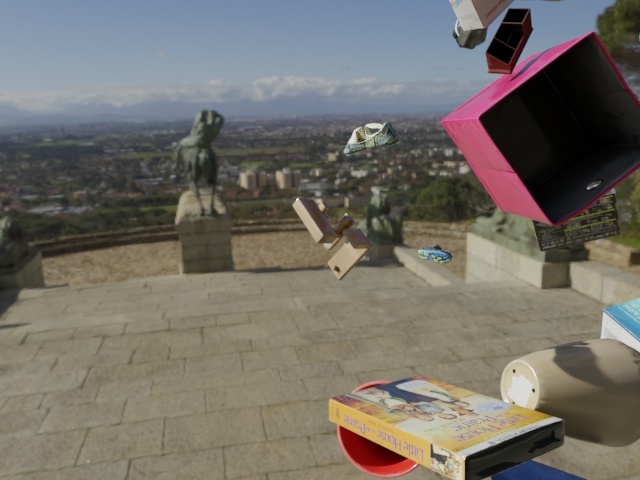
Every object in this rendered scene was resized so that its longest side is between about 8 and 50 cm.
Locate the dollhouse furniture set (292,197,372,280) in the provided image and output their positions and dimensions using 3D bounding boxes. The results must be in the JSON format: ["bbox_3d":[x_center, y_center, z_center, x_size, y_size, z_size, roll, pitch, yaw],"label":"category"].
[{"bbox_3d":[0.000,0.000,1.355,0.151,0.123,0.144,2,47,-49],"label":"dollhouse furniture set"}]

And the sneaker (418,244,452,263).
[{"bbox_3d":[0.491,0.050,2.509,0.078,0.067,0.188,-37,21,-18],"label":"sneaker"}]

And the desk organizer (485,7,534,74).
[{"bbox_3d":[0.360,-0.380,1.129,0.047,0.050,0.130,15,64,32],"label":"desk organizer"}]

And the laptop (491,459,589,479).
[{"bbox_3d":[0.616,0.589,1.304,0.382,0.236,0.408,21,-31,-9],"label":"laptop"}]

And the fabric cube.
[{"bbox_3d":[0.436,-0.209,1.164,0.254,0.259,0.258,-37,9,2],"label":"fabric cube"}]

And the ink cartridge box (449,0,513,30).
[{"bbox_3d":[0.353,-0.590,1.354,0.127,0.175,0.072,-46,30,-17],"label":"ink cartridge box"}]

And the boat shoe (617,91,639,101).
[{"bbox_3d":[0.924,-0.495,1.936,0.302,0.102,0.108,11,-8,-9],"label":"boat shoe"}]

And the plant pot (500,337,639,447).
[{"bbox_3d":[0.573,0.351,1.386,0.274,0.256,0.256,7,9,-22],"label":"plant pot"}]

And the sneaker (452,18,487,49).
[{"bbox_3d":[0.433,-0.629,1.691,0.098,0.135,0.276,16,40,3],"label":"sneaker"}]

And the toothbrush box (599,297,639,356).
[{"bbox_3d":[0.886,0.235,1.455,0.296,0.126,0.216,-14,31,-9],"label":"toothbrush box"}]

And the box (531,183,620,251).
[{"bbox_3d":[0.865,-0.077,2.022,0.270,0.216,0.060,-14,44,21],"label":"box"}]

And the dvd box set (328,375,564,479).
[{"bbox_3d":[0.260,0.396,1.305,0.308,0.062,0.421,-4,4,-34],"label":"dvd box set"}]

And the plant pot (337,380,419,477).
[{"bbox_3d":[0.217,0.542,1.767,0.275,0.274,0.243,3,-6,21],"label":"plant pot"}]

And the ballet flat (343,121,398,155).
[{"bbox_3d":[0.120,-0.263,1.501,0.070,0.070,0.188,-13,5,-40],"label":"ballet flat"}]
